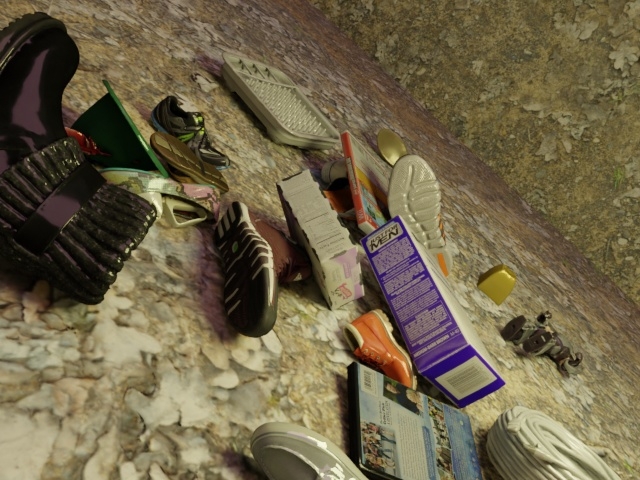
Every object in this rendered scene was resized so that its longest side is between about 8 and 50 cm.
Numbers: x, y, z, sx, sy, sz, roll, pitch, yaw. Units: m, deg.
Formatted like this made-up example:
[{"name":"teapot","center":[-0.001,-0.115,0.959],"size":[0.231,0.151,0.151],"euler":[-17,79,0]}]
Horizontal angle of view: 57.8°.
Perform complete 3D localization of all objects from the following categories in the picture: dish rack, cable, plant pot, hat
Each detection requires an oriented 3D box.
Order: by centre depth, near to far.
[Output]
[{"name":"hat","center":[-0.373,-0.139,0.912],"size":[0.208,0.184,0.173],"euler":[61,-11,-22]},{"name":"cable","center":[0.406,0.390,0.982],"size":[0.257,0.089,0.257],"euler":[37,11,15]},{"name":"dish rack","center":[-0.112,-0.358,1.558],"size":[0.332,0.072,0.286],"euler":[50,27,21]},{"name":"plant pot","center":[0.495,0.113,1.607],"size":[0.081,0.083,0.081],"euler":[41,26,3]}]

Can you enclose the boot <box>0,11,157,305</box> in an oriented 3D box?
[{"name":"boot","center":[-0.320,-0.107,0.736],"size":[0.260,0.131,0.347],"euler":[26,56,-16]}]

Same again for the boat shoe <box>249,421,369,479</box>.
[{"name":"boat shoe","center":[0.011,0.298,0.662],"size":[0.227,0.079,0.081],"euler":[40,21,-7]}]

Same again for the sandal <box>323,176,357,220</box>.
[{"name":"sandal","center":[0.054,-0.103,1.367],"size":[0.102,0.076,0.265],"euler":[49,27,18]}]

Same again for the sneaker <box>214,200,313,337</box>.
[{"name":"sneaker","center":[-0.068,0.053,0.925],"size":[0.163,0.106,0.281],"euler":[26,28,-33]}]

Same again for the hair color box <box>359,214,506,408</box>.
[{"name":"hair color box","center":[0.206,0.129,1.115],"size":[0.185,0.110,0.338],"euler":[45,19,-41]}]

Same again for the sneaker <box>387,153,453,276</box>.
[{"name":"sneaker","center":[0.234,-0.068,1.420],"size":[0.180,0.125,0.320],"euler":[-81,158,-68]}]

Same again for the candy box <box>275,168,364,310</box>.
[{"name":"candy box","center":[0.000,0.000,1.035],"size":[0.164,0.070,0.196],"euler":[78,-15,-55]}]

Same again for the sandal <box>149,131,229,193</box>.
[{"name":"sandal","center":[-0.241,-0.128,1.052],"size":[0.180,0.049,0.072],"euler":[35,28,-46]}]

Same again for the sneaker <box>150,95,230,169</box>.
[{"name":"sneaker","center":[-0.248,-0.206,1.122],"size":[0.188,0.078,0.067],"euler":[45,26,5]}]

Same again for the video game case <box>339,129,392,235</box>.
[{"name":"video game case","center":[0.127,-0.107,1.392],"size":[0.204,0.025,0.285],"euler":[37,35,-46]}]

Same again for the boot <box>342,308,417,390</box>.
[{"name":"boot","center":[0.098,0.198,0.983],"size":[0.085,0.059,0.157],"euler":[-13,61,-36]}]

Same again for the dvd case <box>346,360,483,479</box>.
[{"name":"dvd case","center":[0.147,0.305,0.883],"size":[0.253,0.022,0.180],"euler":[30,34,-22]}]

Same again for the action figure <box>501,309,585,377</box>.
[{"name":"action figure","center":[0.591,0.262,1.488],"size":[0.285,0.099,0.185],"euler":[19,28,-43]}]

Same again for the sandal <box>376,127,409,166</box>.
[{"name":"sandal","center":[0.267,-0.268,1.950],"size":[0.240,0.088,0.079],"euler":[46,-6,-4]}]

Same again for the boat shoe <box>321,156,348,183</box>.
[{"name":"boat shoe","center":[0.088,-0.184,1.520],"size":[0.076,0.083,0.226],"euler":[12,26,28]}]

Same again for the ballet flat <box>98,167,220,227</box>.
[{"name":"ballet flat","center":[-0.245,-0.060,0.914],"size":[0.222,0.077,0.079],"euler":[8,63,-49]}]
